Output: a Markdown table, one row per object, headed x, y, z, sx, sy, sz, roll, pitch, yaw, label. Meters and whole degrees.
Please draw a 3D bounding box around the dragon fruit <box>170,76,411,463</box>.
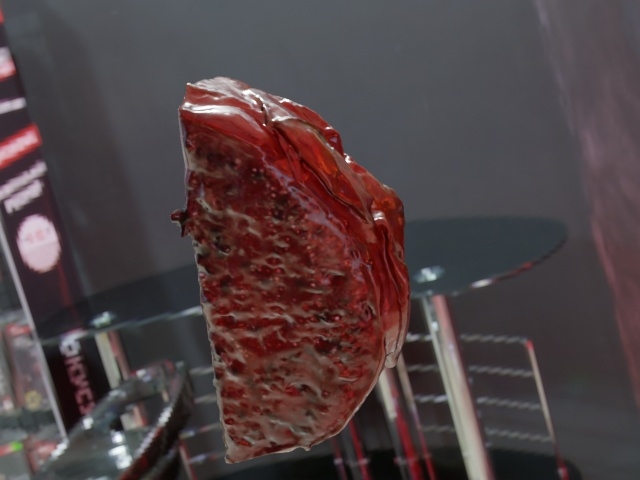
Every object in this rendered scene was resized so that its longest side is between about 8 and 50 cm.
| x | y | z | sx | sy | sz | roll | pitch | yaw | label |
| --- | --- | --- | --- | --- | --- | --- | --- | --- | --- |
| 0.000 | 0.000 | 0.462 | 0.083 | 0.162 | 0.106 | -1 | 30 | 15 | dragon fruit |
